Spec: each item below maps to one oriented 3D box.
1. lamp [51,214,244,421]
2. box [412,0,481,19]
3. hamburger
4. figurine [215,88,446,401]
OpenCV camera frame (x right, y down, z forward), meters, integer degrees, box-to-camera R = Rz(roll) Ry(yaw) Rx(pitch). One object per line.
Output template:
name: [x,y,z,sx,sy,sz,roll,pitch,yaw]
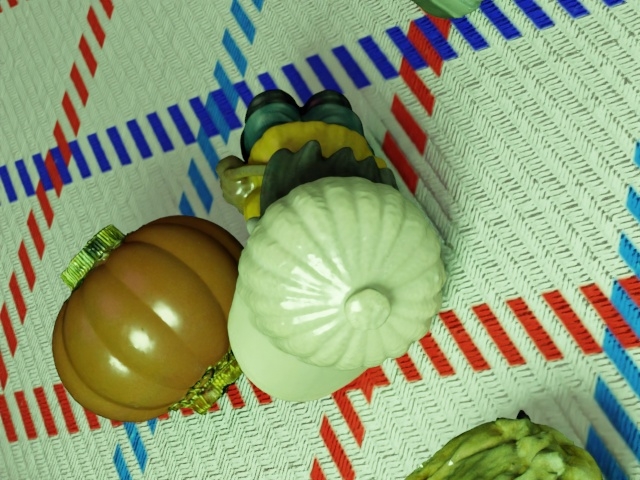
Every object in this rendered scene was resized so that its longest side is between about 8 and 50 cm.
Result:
lamp: [-0.158,0.077,1.878,0.223,0.196,0.223,-45,-1,-1]
box: [0.128,-0.328,1.832,0.129,0.148,0.210,-14,58,39]
hamburger: [0.132,0.227,1.452,0.183,0.130,0.206,-42,20,-6]
figurine: [0.002,-0.026,1.751,0.204,0.185,0.332,102,163,-51]
